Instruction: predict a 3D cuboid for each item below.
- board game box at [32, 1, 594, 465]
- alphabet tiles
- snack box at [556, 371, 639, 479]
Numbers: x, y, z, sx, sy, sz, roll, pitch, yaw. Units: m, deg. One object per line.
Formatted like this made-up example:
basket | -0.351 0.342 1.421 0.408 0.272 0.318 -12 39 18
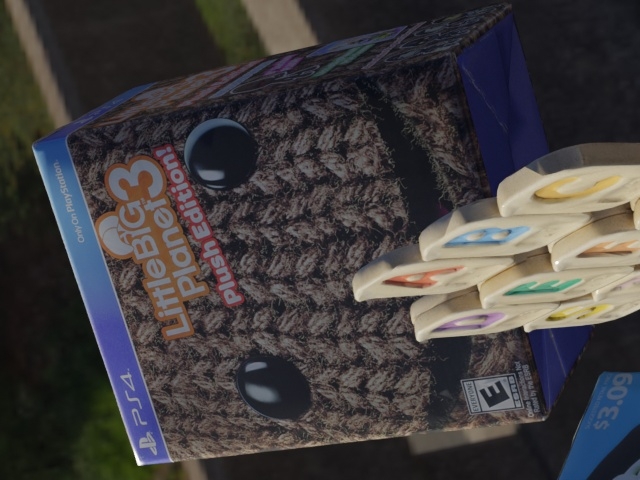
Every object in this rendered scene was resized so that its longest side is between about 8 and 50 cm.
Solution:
board game box | 0.000 0.000 1.047 0.291 0.141 0.232 -10 105 25
alphabet tiles | 0.169 -0.005 0.745 0.284 0.278 0.021 -33 63 54
snack box | 0.107 0.178 0.416 0.187 0.322 0.060 -5 137 45
